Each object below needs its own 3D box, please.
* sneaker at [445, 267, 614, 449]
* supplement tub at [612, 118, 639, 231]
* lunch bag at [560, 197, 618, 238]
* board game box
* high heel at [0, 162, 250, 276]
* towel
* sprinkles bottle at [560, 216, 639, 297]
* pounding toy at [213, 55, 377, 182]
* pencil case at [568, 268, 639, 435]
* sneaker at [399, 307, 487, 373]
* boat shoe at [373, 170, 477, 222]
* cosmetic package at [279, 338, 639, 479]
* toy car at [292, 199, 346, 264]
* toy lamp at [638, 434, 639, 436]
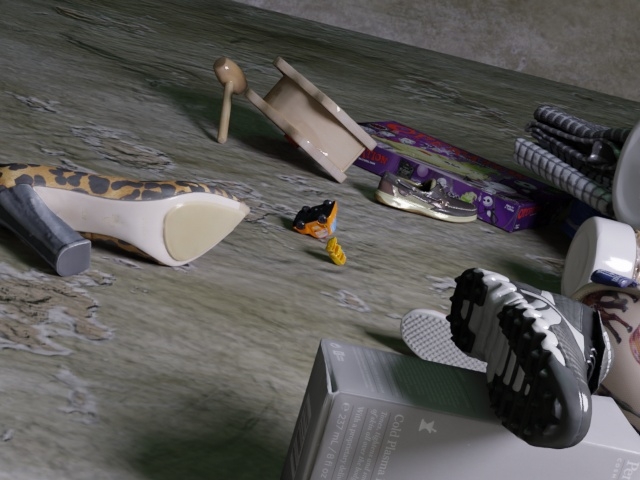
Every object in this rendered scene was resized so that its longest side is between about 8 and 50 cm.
[{"bbox_3d":[0.164,0.080,0.942,0.106,0.078,0.234,10,14,-11],"label":"sneaker"},{"bbox_3d":[0.551,-0.053,1.730,0.316,0.194,0.193,16,15,-22],"label":"supplement tub"},{"bbox_3d":[0.387,-0.017,1.924,0.067,0.065,0.098,24,11,-8],"label":"lunch bag"},{"bbox_3d":[0.193,-0.104,2.061,0.346,0.056,0.208,25,15,28],"label":"board game box"},{"bbox_3d":[-0.214,-0.048,1.400,0.261,0.093,0.186,-13,38,-42],"label":"high heel"},{"bbox_3d":[0.444,-0.096,1.928,0.283,0.121,0.235,19,11,-33],"label":"towel"},{"bbox_3d":[0.473,0.071,1.622,0.355,0.121,0.121,14,17,-7],"label":"sprinkles bottle"},{"bbox_3d":[-0.051,-0.160,1.972,0.269,0.155,0.154,44,2,40],"label":"pounding toy"},{"bbox_3d":[0.398,0.105,1.374,0.410,0.160,0.183,-1,38,-44],"label":"pencil case"},{"bbox_3d":[0.145,0.101,1.344,0.134,0.051,0.070,22,15,7],"label":"sneaker"},{"bbox_3d":[0.151,-0.061,1.868,0.152,0.049,0.056,11,17,-19],"label":"boat shoe"},{"bbox_3d":[0.100,0.163,0.969,0.237,0.127,0.107,12,17,-8],"label":"cosmetic package"},{"bbox_3d":[0.000,0.000,1.592,0.040,0.060,0.122,56,17,-30],"label":"toy car"},{"bbox_3d":[0.337,0.202,1.147,0.274,0.080,0.080,5,20,-33],"label":"toy lamp"}]
